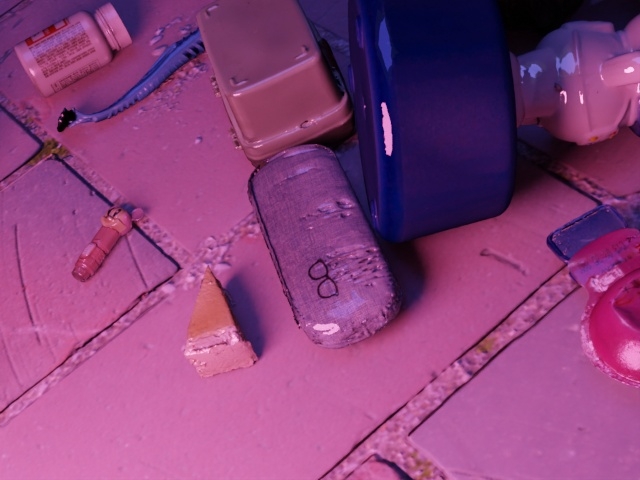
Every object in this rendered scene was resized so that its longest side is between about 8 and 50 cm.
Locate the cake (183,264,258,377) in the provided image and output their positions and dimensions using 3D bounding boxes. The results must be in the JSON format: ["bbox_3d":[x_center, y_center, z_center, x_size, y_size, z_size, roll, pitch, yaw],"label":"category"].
[{"bbox_3d":[-0.111,0.078,1.340,0.065,0.052,0.121,-24,44,3],"label":"cake"}]

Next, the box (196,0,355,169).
[{"bbox_3d":[-0.056,-0.194,1.521,0.148,0.129,0.210,-24,44,2],"label":"box"}]

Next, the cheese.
[{"bbox_3d":[0.290,0.052,1.185,0.155,0.062,0.244,-28,42,-5],"label":"cheese"}]

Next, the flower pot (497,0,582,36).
[{"bbox_3d":[0.201,-0.374,1.484,0.213,0.302,0.302,13,54,15],"label":"flower pot"}]

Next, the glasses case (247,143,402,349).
[{"bbox_3d":[0.000,0.000,1.357,0.109,0.067,0.282,-22,45,-1],"label":"glasses case"}]

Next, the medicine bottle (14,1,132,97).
[{"bbox_3d":[-0.321,-0.252,1.729,0.140,0.079,0.079,-30,44,-5],"label":"medicine bottle"}]

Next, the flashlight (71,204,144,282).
[{"bbox_3d":[-0.245,-0.001,1.489,0.052,0.031,0.110,11,54,31],"label":"flashlight"}]

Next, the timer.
[{"bbox_3d":[0.227,-0.150,1.303,0.383,0.270,0.270,-6,45,-1],"label":"timer"}]

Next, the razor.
[{"bbox_3d":[-0.221,-0.205,1.672,0.253,0.042,0.082,-36,4,-14],"label":"razor"}]
